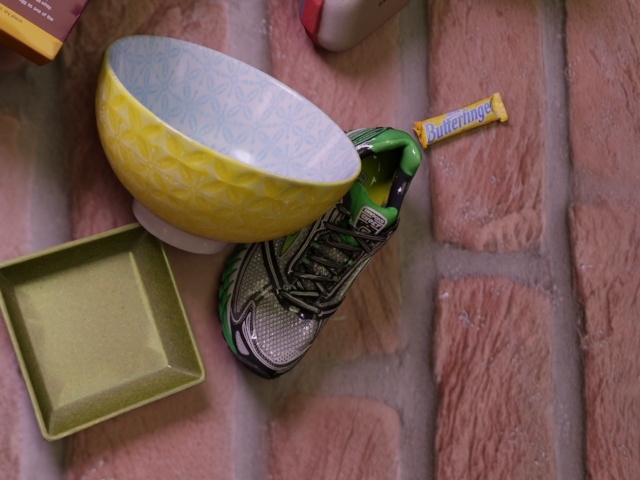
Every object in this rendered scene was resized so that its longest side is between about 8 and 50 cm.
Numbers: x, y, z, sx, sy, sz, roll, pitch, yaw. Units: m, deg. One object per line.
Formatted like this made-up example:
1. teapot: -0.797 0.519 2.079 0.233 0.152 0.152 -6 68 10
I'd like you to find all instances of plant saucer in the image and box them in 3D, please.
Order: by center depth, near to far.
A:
1. plant saucer: -0.237 0.091 1.095 0.188 0.045 0.188 -19 92 -31

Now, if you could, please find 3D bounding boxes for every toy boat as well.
1. toy boat: 0.041 -0.353 1.285 0.151 0.151 0.231 40 61 14

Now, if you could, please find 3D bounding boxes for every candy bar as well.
1. candy bar: 0.187 -0.160 1.391 0.162 0.018 0.040 -22 93 -31

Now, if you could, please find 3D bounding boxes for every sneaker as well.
1. sneaker: 0.000 0.000 1.186 0.134 0.146 0.343 35 68 -21

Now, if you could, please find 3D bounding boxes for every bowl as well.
1. bowl: -0.118 -0.079 1.105 0.290 0.289 0.156 16 117 -27

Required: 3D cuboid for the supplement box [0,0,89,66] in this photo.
1. supplement box: -0.284 -0.294 0.951 0.191 0.129 0.194 32 86 -20
